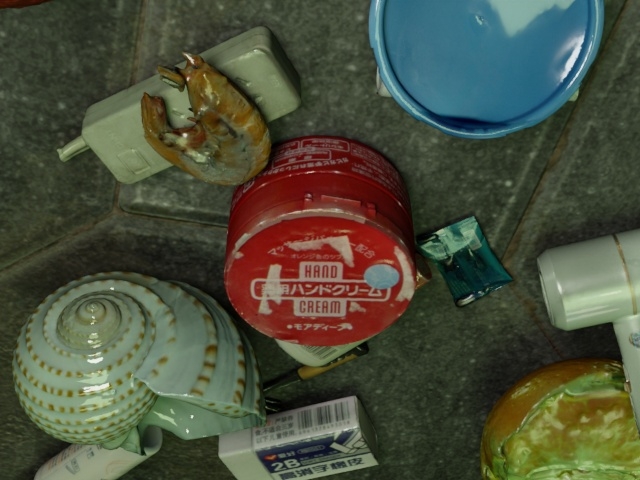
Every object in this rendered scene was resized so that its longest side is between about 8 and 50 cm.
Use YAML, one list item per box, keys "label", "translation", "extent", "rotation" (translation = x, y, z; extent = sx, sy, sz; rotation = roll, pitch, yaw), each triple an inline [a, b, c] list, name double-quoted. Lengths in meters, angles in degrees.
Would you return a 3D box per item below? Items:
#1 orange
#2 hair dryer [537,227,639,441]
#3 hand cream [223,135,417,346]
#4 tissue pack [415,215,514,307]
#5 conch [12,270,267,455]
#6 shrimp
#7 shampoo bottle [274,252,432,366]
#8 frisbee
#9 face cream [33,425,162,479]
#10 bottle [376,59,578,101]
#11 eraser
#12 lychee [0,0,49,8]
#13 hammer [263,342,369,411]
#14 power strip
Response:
- label: "orange"
  translation: [0.348, 0.287, 1.515]
  extent: [0.263, 0.196, 0.334]
  rotation: [-18, 137, -6]
- label: "hair dryer"
  translation: [0.392, 0.168, 1.348]
  extent: [0.173, 0.107, 0.357]
  rotation: [-14, 90, 10]
- label: "hand cream"
  translation: [0.000, 0.000, 1.263]
  extent: [0.230, 0.149, 0.230]
  rotation: [0, 135, 0]
- label: "tissue pack"
  translation: [0.185, 0.031, 1.382]
  extent: [0.085, 0.028, 0.138]
  rotation: [-24, 133, 18]
- label: "conch"
  translation: [-0.214, 0.152, 1.355]
  extent: [0.303, 0.215, 0.319]
  rotation: [0, 165, 5]
- label: "shrimp"
  translation: [-0.128, -0.120, 1.137]
  extent: [0.132, 0.051, 0.187]
  rotation: [-16, 134, 11]
- label: "shampoo bottle"
  translation: [0.045, 0.087, 1.409]
  extent: [0.221, 0.051, 0.108]
  rotation: [-33, 125, 25]
- label: "frisbee"
  translation: [0.167, -0.223, 1.105]
  extent: [0.242, 0.045, 0.242]
  rotation: [-1, 109, -4]
- label: "face cream"
  translation: [-0.348, 0.335, 1.600]
  extent: [0.269, 0.082, 0.082]
  rotation: [-36, 125, 27]
- label: "bottle"
  translation: [0.171, -0.172, 1.169]
  extent: [0.217, 0.060, 0.060]
  rotation: [6, 132, -7]
- label: "eraser"
  translation: [-0.030, 0.298, 1.584]
  extent: [0.210, 0.068, 0.124]
  rotation: [-14, 142, 10]
- label: "lychee"
  translation: [-0.279, -0.314, 0.894]
  extent: [0.255, 0.255, 0.300]
  rotation: [-11, 164, 7]
- label: "hammer"
  translation: [-0.019, 0.187, 1.519]
  extent: [0.201, 0.021, 0.078]
  rotation: [-26, 129, 21]
- label: "power strip"
  translation: [-0.164, -0.136, 1.192]
  extent: [0.288, 0.053, 0.093]
  rotation: [-23, 130, 16]
